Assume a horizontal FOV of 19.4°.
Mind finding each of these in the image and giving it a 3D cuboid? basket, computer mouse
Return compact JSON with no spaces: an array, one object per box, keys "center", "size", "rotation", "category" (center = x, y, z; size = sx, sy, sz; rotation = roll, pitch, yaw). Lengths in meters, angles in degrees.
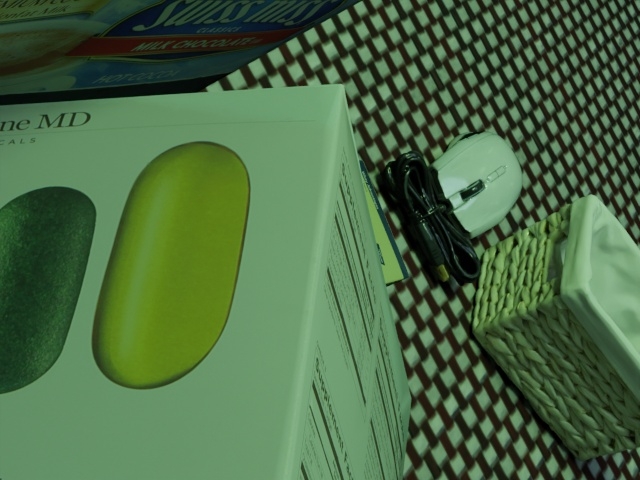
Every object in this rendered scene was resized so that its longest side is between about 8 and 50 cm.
[{"center":[0.197,0.070,1.380],"size":[0.167,0.103,0.113],"rotation":[49,33,-26],"category":"basket"},{"center":[0.111,-0.041,1.386],"size":[0.106,0.042,0.193],"rotation":[60,30,-7],"category":"computer mouse"}]

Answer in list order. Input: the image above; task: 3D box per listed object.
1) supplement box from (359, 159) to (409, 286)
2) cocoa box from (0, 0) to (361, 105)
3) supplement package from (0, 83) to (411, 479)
[{"center":[0.000,0.000,1.158],"size":[0.083,0.056,0.083],"rotation":[-11,78,-60],"category":"supplement box"},{"center":[-0.151,-0.182,0.872],"size":[0.347,0.228,0.231],"rotation":[-13,79,-60],"category":"cocoa box"},{"center":[-0.082,0.100,0.738],"size":[0.262,0.199,0.198],"rotation":[-81,164,-45],"category":"supplement package"}]
